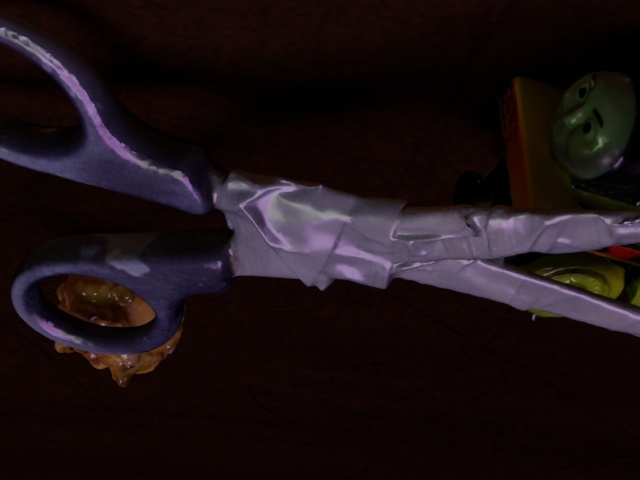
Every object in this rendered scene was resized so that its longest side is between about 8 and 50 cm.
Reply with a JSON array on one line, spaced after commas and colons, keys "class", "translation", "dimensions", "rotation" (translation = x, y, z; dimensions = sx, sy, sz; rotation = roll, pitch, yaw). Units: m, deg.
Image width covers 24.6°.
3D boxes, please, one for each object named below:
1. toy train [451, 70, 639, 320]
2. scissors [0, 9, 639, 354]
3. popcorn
[{"class": "toy train", "translation": [0.216, -0.012, 0.738], "dimensions": [0.296, 0.100, 0.160], "rotation": [13, 144, -22]}, {"class": "scissors", "translation": [0.000, 0.000, 0.696], "dimensions": [0.383, 0.029, 0.256], "rotation": [8, 142, 14]}, {"class": "popcorn", "translation": [-0.118, 0.045, 0.871], "dimensions": [0.057, 0.083, 0.082], "rotation": [2, 178, 35]}]
